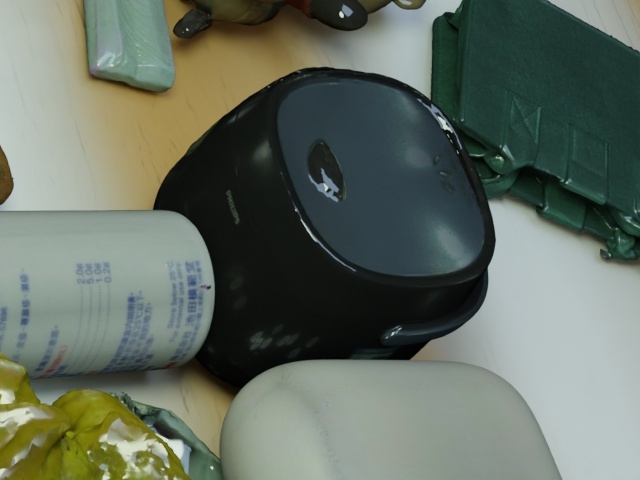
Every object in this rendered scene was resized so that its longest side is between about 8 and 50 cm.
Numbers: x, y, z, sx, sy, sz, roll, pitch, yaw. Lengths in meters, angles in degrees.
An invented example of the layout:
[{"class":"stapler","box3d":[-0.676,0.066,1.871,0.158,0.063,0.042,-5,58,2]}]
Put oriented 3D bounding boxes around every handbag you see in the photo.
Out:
[{"class":"handbag","box3d":[0.258,-0.117,1.960,0.326,0.089,0.238,27,47,-22]}]

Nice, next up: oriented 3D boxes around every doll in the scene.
[{"class":"doll","box3d":[-0.027,-0.290,1.809,0.330,0.174,0.235,-25,80,-50]}]

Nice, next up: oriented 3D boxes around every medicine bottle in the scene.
[{"class":"medicine bottle","box3d":[-0.251,0.042,1.414,0.341,0.130,0.130,-2,62,-39]}]

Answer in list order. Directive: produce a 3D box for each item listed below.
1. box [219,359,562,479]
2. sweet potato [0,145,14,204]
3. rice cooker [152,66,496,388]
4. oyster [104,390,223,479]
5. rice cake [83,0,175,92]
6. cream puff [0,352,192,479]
[{"class":"box","box3d":[0.081,0.249,1.437,0.289,0.141,0.349,4,53,-37]},{"class":"sweet potato","box3d":[-0.337,-0.121,1.492,0.252,0.097,0.097,40,43,-5]},{"class":"rice cooker","box3d":[0.000,0.000,1.574,0.267,0.224,0.267,20,48,-24]},{"class":"oyster","box3d":[-0.105,0.236,1.415,0.252,0.087,0.199,51,30,-8]},{"class":"rice cake","box3d":[-0.182,-0.233,1.734,0.080,0.042,0.221,9,56,-28]},{"class":"cream puff","box3d":[-0.238,0.197,1.227,0.324,0.257,0.291,37,41,-11]}]
